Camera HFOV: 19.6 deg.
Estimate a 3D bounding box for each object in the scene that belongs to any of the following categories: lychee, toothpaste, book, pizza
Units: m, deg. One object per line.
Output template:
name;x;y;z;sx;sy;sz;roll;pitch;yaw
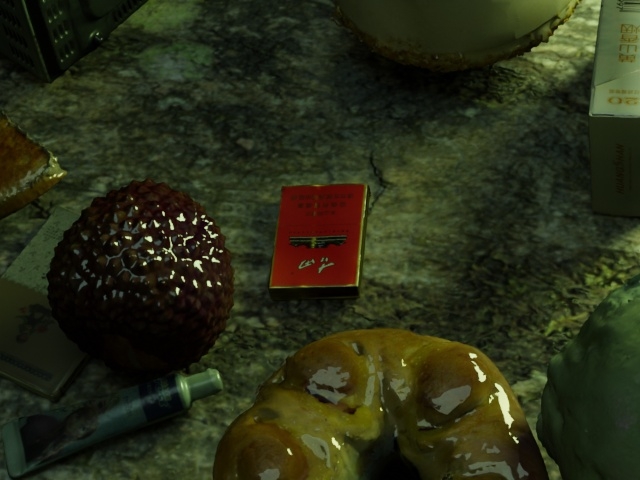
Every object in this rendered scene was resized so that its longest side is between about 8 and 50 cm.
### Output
lychee;-0.163;0.029;1.743;0.188;0.188;0.188;-5;52;6
toothpaste;-0.195;0.165;1.740;0.216;0.037;0.062;-18;53;1
book;-0.260;0.059;1.844;0.138;0.016;0.198;22;59;24
pizza;-0.355;-0.085;1.946;0.201;0.053;0.193;-12;52;14

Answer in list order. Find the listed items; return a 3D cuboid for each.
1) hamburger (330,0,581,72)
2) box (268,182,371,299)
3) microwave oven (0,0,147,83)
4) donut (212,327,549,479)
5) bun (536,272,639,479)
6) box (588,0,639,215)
hamburger;0.149;-0.302;1.957;0.276;0.179;0.294;31;66;31
box;0.000;0.000;1.843;0.090;0.023;0.133;-1;52;11
microwave oven;-0.251;-0.388;2.020;0.218;0.286;0.355;32;62;28
donut;0.058;0.229;1.573;0.299;0.150;0.317;19;57;22
bun;0.270;0.167;1.529;0.179;0.283;0.283;-16;49;22
box;0.305;-0.159;1.834;0.067;0.149;0.233;2;53;14
